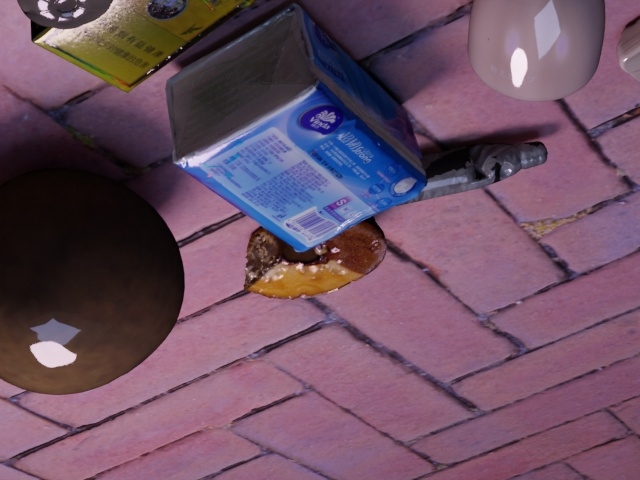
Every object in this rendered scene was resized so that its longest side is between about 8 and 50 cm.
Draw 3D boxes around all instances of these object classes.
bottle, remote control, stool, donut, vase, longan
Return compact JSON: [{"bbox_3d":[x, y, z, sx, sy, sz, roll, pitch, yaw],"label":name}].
[{"bbox_3d":[0.235,-0.275,1.509,0.147,0.147,0.236,-8,140,-5],"label":"bottle"},{"bbox_3d":[0.453,-0.210,1.754,0.230,0.049,0.090,22,135,-40],"label":"remote control"},{"bbox_3d":[-0.253,-0.270,1.394,0.096,0.110,0.096,-8,146,-5],"label":"stool"},{"bbox_3d":[-0.001,0.002,1.920,0.217,0.085,0.141,-32,142,32],"label":"donut"},{"bbox_3d":[0.191,-0.095,1.850,0.211,0.060,0.060,-13,148,2],"label":"vase"},{"bbox_3d":[-0.310,0.052,1.744,0.297,0.297,0.297,-8,148,-5],"label":"longan"}]

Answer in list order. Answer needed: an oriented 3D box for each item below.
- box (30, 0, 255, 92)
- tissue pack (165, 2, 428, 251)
[{"bbox_3d":[-0.179,-0.255,1.486,0.220,0.064,0.141,-32,142,27],"label":"box"},{"bbox_3d":[-0.026,-0.122,1.659,0.198,0.146,0.263,-27,144,21],"label":"tissue pack"}]
